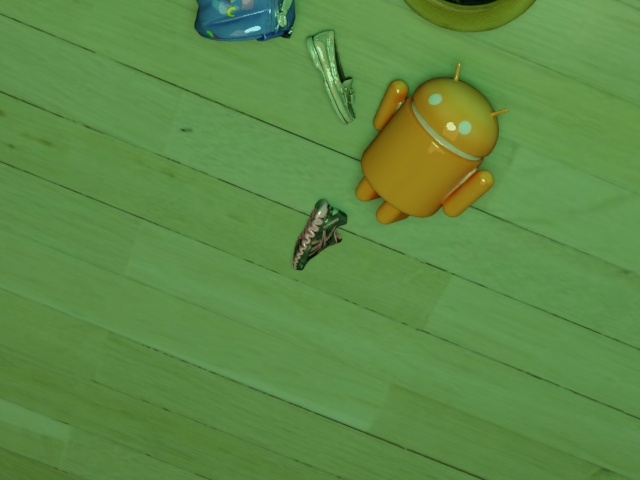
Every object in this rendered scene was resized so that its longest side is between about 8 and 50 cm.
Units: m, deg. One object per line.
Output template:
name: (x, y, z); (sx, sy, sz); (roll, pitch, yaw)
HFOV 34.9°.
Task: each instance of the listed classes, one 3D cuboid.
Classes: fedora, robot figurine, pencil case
fedora: (0.177, -0.340, 1.187); (0.195, 0.079, 0.194); (9, 121, 15)
robot figurine: (0.136, -0.118, 1.294); (0.128, 0.158, 0.219); (22, 124, -29)
pencil case: (-0.085, -0.376, 1.187); (0.133, 0.119, 0.306); (24, 126, 31)

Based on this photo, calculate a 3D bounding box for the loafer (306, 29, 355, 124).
loafer: (0.022, -0.210, 1.312); (0.039, 0.045, 0.125); (-21, 111, 13)

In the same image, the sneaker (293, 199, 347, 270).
sneaker: (0.000, 0.000, 1.438); (0.057, 0.047, 0.119); (20, 123, -15)
